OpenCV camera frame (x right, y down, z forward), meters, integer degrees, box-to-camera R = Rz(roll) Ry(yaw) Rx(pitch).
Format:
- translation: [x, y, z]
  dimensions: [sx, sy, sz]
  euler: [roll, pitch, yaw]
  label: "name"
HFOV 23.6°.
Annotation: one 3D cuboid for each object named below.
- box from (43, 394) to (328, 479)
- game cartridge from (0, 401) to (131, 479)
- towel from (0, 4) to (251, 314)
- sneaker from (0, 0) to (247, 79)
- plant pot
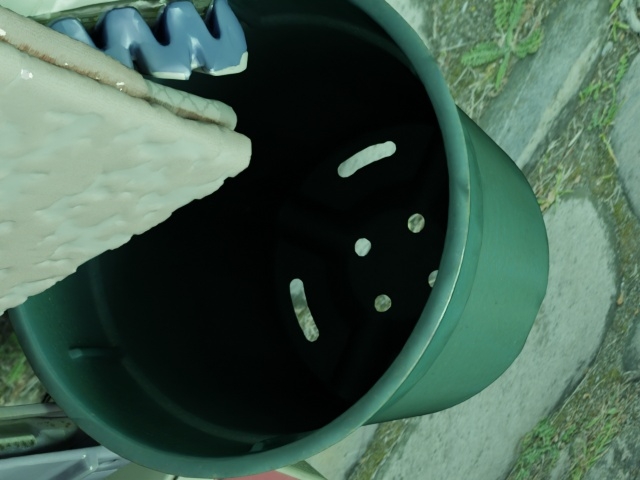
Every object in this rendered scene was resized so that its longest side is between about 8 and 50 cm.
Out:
- translation: [-0.119, 0.198, 1.270]
  dimensions: [0.127, 0.148, 0.232]
  euler: [-56, 146, 1]
  label: "box"
- translation: [-0.306, 0.180, 0.995]
  dimensions: [0.230, 0.068, 0.355]
  euler: [-38, 158, 30]
  label: "game cartridge"
- translation: [-0.245, -0.017, 0.801]
  dimensions: [0.332, 0.053, 0.317]
  euler: [-29, 158, 23]
  label: "towel"
- translation: [-0.187, -0.177, 0.827]
  dimensions: [0.315, 0.127, 0.182]
  euler: [-6, 100, -32]
  label: "sneaker"
- translation: [0.000, 0.000, 1.123]
  dimensions: [0.341, 0.341, 0.334]
  euler: [-60, 156, 6]
  label: "plant pot"
